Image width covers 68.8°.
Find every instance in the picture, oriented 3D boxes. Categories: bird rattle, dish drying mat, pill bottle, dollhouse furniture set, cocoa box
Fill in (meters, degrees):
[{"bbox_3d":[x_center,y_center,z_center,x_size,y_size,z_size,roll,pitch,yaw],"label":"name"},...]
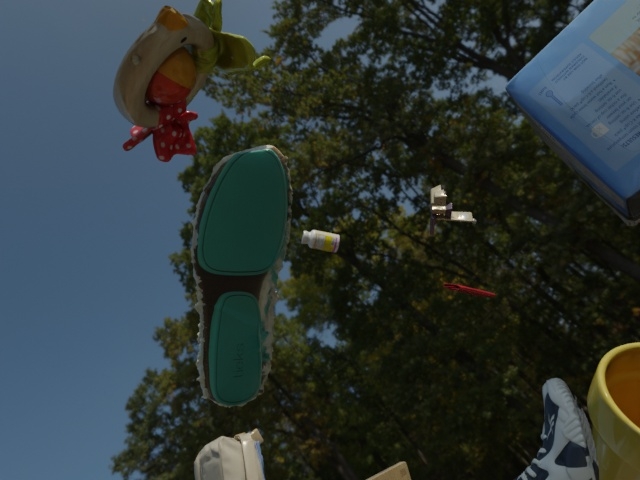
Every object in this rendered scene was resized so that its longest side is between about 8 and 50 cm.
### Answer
[{"bbox_3d":[-0.210,-0.224,0.644,0.253,0.143,0.207,-41,-2,12],"label":"bird rattle"},{"bbox_3d":[0.220,0.074,0.688,0.083,0.032,0.008,16,-101,-35],"label":"dish drying mat"},{"bbox_3d":[0.000,0.000,1.072,0.083,0.043,0.043,12,-52,-7],"label":"pill bottle"},{"bbox_3d":[0.249,-0.077,0.873,0.081,0.114,0.091,3,-49,9],"label":"dollhouse furniture set"},{"bbox_3d":[0.474,-0.225,0.612,0.347,0.231,0.228,-44,-29,22],"label":"cocoa box"}]

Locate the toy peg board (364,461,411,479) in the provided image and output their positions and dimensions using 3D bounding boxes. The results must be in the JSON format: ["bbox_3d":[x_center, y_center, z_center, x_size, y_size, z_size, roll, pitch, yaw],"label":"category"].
[{"bbox_3d":[0.125,0.576,0.984,0.160,0.161,0.079,-4,-18,-40],"label":"toy peg board"}]

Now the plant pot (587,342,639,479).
[{"bbox_3d":[0.601,0.354,0.832,0.254,0.254,0.239,-23,-51,-27],"label":"plant pot"}]

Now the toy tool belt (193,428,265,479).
[{"bbox_3d":[-0.051,0.177,0.325,0.052,0.083,0.051,-34,-29,31],"label":"toy tool belt"}]

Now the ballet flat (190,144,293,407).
[{"bbox_3d":[-0.134,0.054,0.729,0.147,0.147,0.409,-1,-76,-45],"label":"ballet flat"}]

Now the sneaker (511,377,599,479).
[{"bbox_3d":[0.298,0.318,0.643,0.153,0.235,0.094,-19,-21,30],"label":"sneaker"}]
